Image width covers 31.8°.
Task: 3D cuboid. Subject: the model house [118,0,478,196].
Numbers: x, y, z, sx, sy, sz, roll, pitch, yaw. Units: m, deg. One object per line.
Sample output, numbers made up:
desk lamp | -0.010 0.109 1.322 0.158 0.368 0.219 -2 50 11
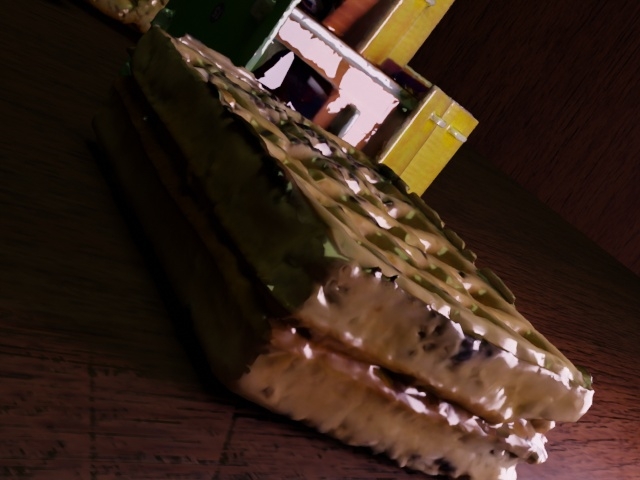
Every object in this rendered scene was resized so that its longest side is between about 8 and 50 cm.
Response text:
model house | 0.004 -0.189 1.121 0.323 0.300 0.340 32 11 -36

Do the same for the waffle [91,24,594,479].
waffle | 0.000 0.000 0.787 0.261 0.114 0.376 26 15 -33

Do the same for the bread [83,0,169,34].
bread | -0.179 -0.343 1.401 0.340 0.194 0.179 26 16 -16
